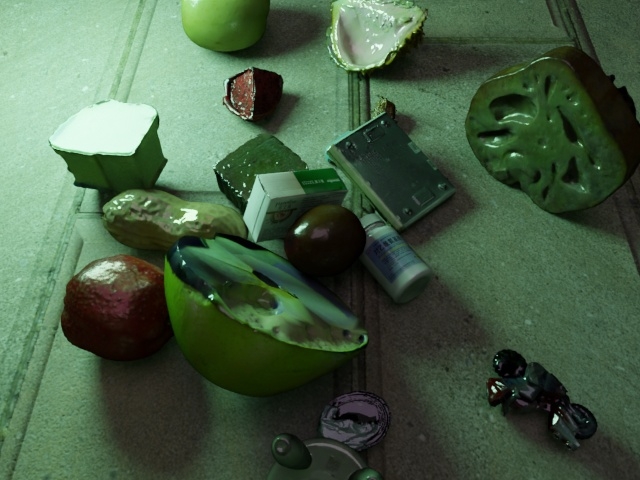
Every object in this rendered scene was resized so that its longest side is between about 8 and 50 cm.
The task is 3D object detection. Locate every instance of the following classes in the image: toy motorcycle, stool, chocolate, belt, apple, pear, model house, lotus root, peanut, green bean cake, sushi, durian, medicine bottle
[{"bbox_3d":[0.395,0.296,1.041,0.122,0.082,0.213,-39,63,-24],"label":"toy motorcycle"},{"bbox_3d":[-0.005,0.409,0.874,0.195,0.198,0.195,20,75,9],"label":"stool"},{"bbox_3d":[0.000,0.000,1.171,0.177,0.176,0.176,0,56,0],"label":"chocolate"},{"bbox_3d":[0.062,0.332,1.035,0.140,0.058,0.105,-10,64,-9],"label":"belt"},{"bbox_3d":[-0.273,-0.660,1.597,0.279,0.279,0.279,0,56,0],"label":"apple"},{"bbox_3d":[-0.122,0.150,1.032,0.399,0.399,0.165,36,102,22],"label":"pear"},{"bbox_3d":[-0.476,-0.193,1.315,0.214,0.189,0.195,4,48,7],"label":"model house"},{"bbox_3d":[0.504,-0.243,1.245,0.111,0.374,0.390,-35,51,-26],"label":"lotus root"},{"bbox_3d":[-0.313,-0.036,1.243,0.313,0.149,0.149,9,56,4],"label":"peanut"},{"bbox_3d":[-0.136,-0.145,1.335,0.181,0.094,0.173,-36,62,-21],"label":"green bean cake"},{"bbox_3d":[0.163,-0.331,1.479,0.060,0.061,0.118,19,46,-19],"label":"sushi"},{"bbox_3d":[0.131,-0.552,1.584,0.305,0.185,0.195,20,77,18],"label":"durian"},{"bbox_3d":[0.144,0.036,1.206,0.103,0.102,0.186,-29,61,-18],"label":"medicine bottle"}]

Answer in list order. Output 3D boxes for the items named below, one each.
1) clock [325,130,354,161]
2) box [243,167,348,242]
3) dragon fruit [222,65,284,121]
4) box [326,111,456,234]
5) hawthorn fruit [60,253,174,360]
[{"bbox_3d":[0.092,-0.203,1.404,0.108,0.045,0.147,-39,65,-22],"label":"clock"},{"bbox_3d":[-0.055,-0.079,1.232,0.199,0.135,0.081,-12,55,-33],"label":"box"},{"bbox_3d":[-0.177,-0.373,1.509,0.127,0.121,0.161,8,76,-43],"label":"dragon fruit"},{"bbox_3d":[0.171,-0.167,1.343,0.211,0.045,0.270,-33,75,-20],"label":"box"},{"bbox_3d":[-0.361,0.137,1.092,0.253,0.205,0.205,18,58,5],"label":"hawthorn fruit"}]
